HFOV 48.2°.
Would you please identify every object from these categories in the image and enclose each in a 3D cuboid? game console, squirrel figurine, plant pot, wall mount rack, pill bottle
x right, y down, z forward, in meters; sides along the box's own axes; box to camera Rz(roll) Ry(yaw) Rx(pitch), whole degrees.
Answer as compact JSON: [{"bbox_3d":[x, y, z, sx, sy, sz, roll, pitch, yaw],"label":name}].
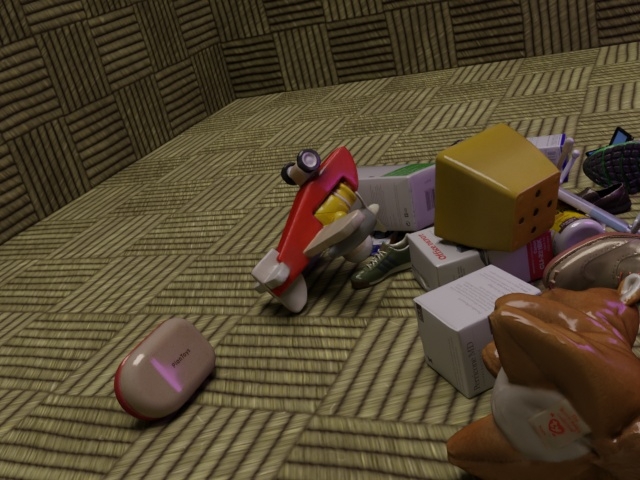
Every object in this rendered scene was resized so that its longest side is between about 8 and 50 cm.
[{"bbox_3d":[0.848,-0.279,2.103,0.071,0.107,0.122,14,24,-5],"label":"game console"},{"bbox_3d":[0.442,0.206,1.081,0.397,0.281,0.370,18,26,29],"label":"squirrel figurine"},{"bbox_3d":[0.384,-0.097,1.519,0.212,0.212,0.187,-27,40,-28],"label":"plant pot"},{"bbox_3d":[0.610,-0.110,1.545,0.350,0.130,0.304,32,16,18],"label":"wall mount rack"},{"bbox_3d":[0.548,-0.025,1.638,0.117,0.117,0.215,-17,23,-6],"label":"pill bottle"}]

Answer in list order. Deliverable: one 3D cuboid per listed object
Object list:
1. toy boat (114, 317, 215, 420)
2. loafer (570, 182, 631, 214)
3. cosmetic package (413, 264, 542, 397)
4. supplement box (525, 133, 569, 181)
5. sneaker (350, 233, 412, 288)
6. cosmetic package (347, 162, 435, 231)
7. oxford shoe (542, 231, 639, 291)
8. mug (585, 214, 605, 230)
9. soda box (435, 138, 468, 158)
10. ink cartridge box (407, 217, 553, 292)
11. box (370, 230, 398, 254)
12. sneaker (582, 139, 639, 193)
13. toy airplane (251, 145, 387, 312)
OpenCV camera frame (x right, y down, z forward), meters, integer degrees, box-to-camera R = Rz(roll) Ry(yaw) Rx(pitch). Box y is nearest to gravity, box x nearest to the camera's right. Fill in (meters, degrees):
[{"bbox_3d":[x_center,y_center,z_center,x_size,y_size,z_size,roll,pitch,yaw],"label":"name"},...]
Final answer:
[{"bbox_3d":[-0.336,0.276,1.484,0.151,0.151,0.231,-36,7,37],"label":"toy boat"},{"bbox_3d":[0.660,-0.098,1.787,0.220,0.078,0.080,-14,23,0],"label":"loafer"},{"bbox_3d":[0.295,0.162,1.319,0.183,0.151,0.151,-23,25,-17],"label":"cosmetic package"},{"bbox_3d":[0.603,-0.231,2.081,0.220,0.111,0.114,-3,25,23],"label":"supplement box"},{"bbox_3d":[0.154,0.043,1.751,0.192,0.086,0.064,-21,24,-15],"label":"sneaker"},{"bbox_3d":[0.153,-0.118,1.980,0.365,0.155,0.197,2,18,39],"label":"cosmetic package"},{"bbox_3d":[0.622,0.057,1.412,0.348,0.123,0.130,-13,29,5],"label":"oxford shoe"},{"bbox_3d":[0.627,-0.033,1.687,0.064,0.062,0.078,-5,13,40],"label":"mug"},{"bbox_3d":[0.445,-0.280,2.355,0.060,0.053,0.169,5,29,37],"label":"soda box"},{"bbox_3d":[0.358,0.030,1.626,0.273,0.114,0.197,-18,24,-7],"label":"ink cartridge box"},{"bbox_3d":[0.158,-0.002,1.925,0.081,0.028,0.136,-5,22,20],"label":"box"},{"bbox_3d":[0.858,-0.209,1.896,0.343,0.134,0.146,-7,16,-5],"label":"sneaker"},{"bbox_3d":[0.000,0.000,1.737,0.272,0.384,0.386,23,26,-17],"label":"toy airplane"}]
